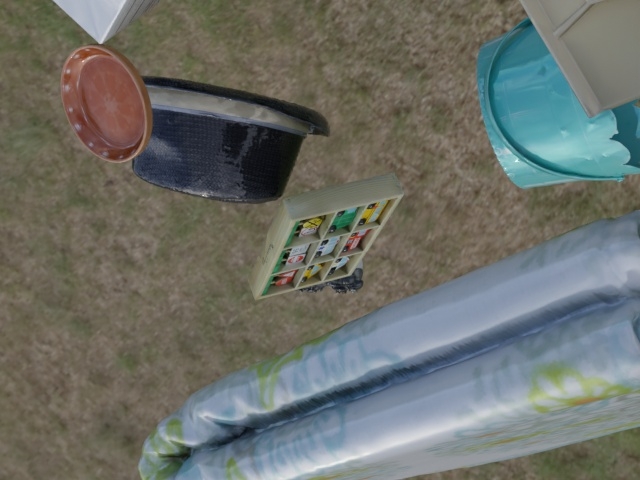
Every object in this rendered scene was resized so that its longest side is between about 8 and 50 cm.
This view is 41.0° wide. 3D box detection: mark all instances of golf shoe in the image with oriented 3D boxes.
[{"bbox_3d":[-0.006,0.050,1.643,0.198,0.094,0.077,0,160,24],"label":"golf shoe"}]

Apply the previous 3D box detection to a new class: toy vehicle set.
[{"bbox_3d":[0.000,0.000,1.218,0.267,0.166,0.035,118,134,-60],"label":"toy vehicle set"}]

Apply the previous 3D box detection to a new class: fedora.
[{"bbox_3d":[-0.157,-0.136,1.252,0.334,0.334,0.153,10,91,20],"label":"fedora"}]

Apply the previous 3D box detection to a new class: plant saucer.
[{"bbox_3d":[-0.148,-0.096,0.597,0.083,0.013,0.083,17,121,30],"label":"plant saucer"}]

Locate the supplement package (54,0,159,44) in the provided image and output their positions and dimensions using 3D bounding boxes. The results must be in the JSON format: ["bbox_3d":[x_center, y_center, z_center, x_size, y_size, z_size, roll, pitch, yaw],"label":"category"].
[{"bbox_3d":[-0.306,-0.434,1.110,0.262,0.145,0.204,43,136,-6],"label":"supplement package"}]

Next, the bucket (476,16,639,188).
[{"bbox_3d":[0.365,-0.213,1.281,0.183,0.281,0.281,-15,112,32],"label":"bucket"}]

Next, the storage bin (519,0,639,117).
[{"bbox_3d":[0.234,-0.255,0.534,0.260,0.262,0.123,59,168,-3],"label":"storage bin"}]

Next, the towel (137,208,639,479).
[{"bbox_3d":[0.114,0.092,0.560,0.374,0.320,0.090,-29,64,39],"label":"towel"}]
